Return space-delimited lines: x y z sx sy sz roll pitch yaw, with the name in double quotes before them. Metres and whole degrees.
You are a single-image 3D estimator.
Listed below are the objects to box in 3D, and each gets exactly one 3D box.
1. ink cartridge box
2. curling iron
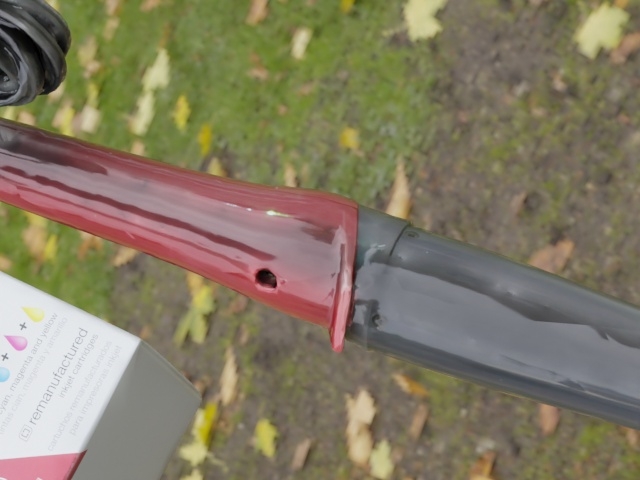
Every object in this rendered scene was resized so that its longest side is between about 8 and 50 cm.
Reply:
"ink cartridge box" -0.177 0.084 0.752 0.128 0.176 0.127 -63 -18 -12
"curling iron" 0.000 0.000 0.311 0.035 0.274 0.068 -61 -11 -25
